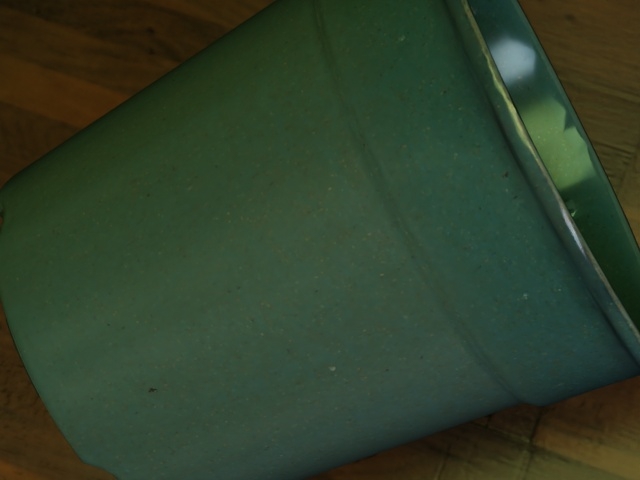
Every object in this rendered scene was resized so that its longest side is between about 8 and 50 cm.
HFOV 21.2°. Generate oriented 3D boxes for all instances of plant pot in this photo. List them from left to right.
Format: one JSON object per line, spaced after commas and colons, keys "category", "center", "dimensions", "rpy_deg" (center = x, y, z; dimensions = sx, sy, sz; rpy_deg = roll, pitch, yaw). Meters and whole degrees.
{"category": "plant pot", "center": [0.000, 0.000, 1.073], "dimensions": [0.334, 0.341, 0.341], "rpy_deg": [-27, 74, 13]}
